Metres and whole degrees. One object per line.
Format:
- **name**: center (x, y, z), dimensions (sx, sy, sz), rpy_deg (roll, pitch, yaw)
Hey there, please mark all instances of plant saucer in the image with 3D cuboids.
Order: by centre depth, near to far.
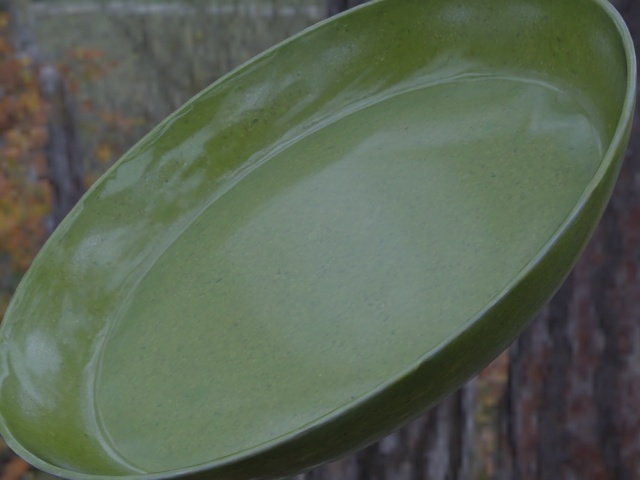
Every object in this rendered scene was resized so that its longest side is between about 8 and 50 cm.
- **plant saucer**: center (0.000, 0.000, 0.622), dimensions (0.241, 0.037, 0.241), rpy_deg (-25, 30, 15)
